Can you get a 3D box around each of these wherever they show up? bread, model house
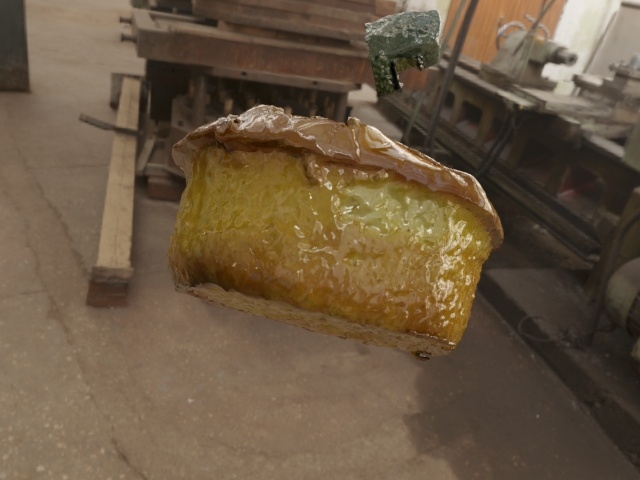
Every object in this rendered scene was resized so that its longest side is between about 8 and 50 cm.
[{"bbox_3d":[0.000,0.000,0.676,0.398,0.215,0.398,13,-13,3],"label":"bread"},{"bbox_3d":[0.094,-0.207,0.615,0.083,0.066,0.078,-11,58,10],"label":"model house"}]
